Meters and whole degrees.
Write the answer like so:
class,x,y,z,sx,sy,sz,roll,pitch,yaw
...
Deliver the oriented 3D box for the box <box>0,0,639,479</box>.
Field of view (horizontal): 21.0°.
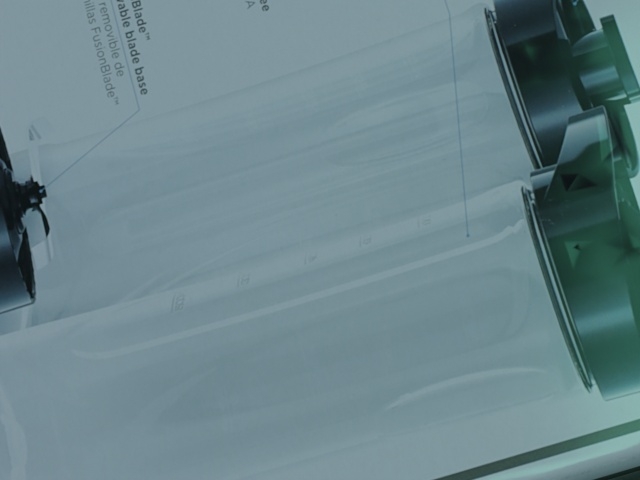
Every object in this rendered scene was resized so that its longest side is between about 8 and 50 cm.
class,x,y,z,sx,sy,sz,roll,pitch,yaw
box,0.000,0.000,0.432,0.290,0.087,0.169,-18,72,3
